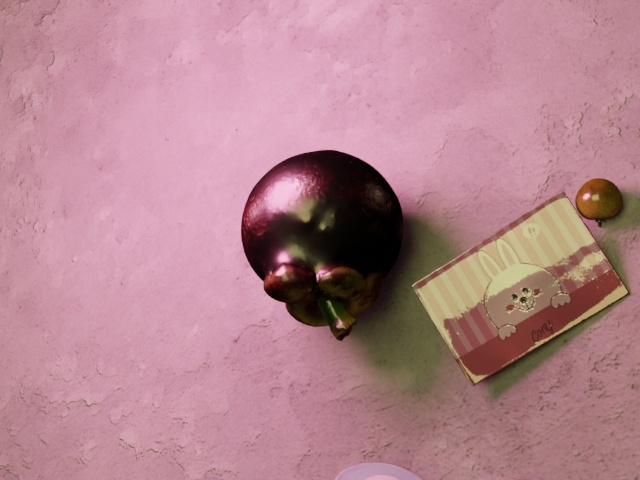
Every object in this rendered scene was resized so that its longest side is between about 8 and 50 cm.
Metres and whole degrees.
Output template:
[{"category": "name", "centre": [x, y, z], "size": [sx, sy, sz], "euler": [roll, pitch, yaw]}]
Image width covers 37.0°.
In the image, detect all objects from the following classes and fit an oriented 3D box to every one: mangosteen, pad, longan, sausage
[{"category": "mangosteen", "centre": [-0.010, -0.006, 1.685], "size": [0.296, 0.297, 0.313], "euler": [14, 45, 34]}, {"category": "pad", "centre": [0.325, 0.081, 1.580], "size": [0.299, 0.005, 0.202], "euler": [-33, 81, 12]}, {"category": "longan", "centre": [0.457, -0.060, 1.568], "size": [0.075, 0.075, 0.083], "euler": [-1, 117, 31]}, {"category": "sausage", "centre": [0.268, 0.058, 1.638], "size": [0.141, 0.076, 0.076], "euler": [-50, 57, 13]}]

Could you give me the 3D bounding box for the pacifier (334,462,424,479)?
[{"category": "pacifier", "centre": [0.087, 0.513, 1.557], "size": [0.244, 0.299, 0.233], "euler": [32, 133, 17]}]

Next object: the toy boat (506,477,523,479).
[{"category": "toy boat", "centre": [0.362, 0.523, 1.440], "size": [0.215, 0.123, 0.330], "euler": [-57, 44, 9]}]
